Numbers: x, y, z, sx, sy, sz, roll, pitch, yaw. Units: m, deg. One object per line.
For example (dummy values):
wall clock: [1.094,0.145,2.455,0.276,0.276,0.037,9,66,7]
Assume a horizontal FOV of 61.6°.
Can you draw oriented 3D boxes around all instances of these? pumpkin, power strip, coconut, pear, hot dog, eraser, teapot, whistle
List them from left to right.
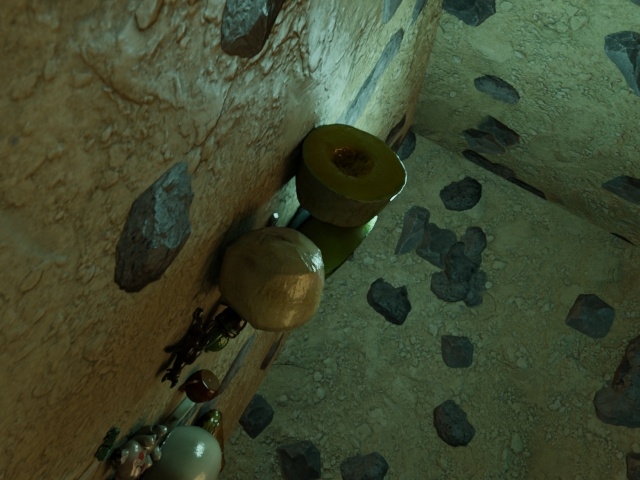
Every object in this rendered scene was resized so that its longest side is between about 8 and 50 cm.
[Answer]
power strip: [-0.499,0.629,1.888,0.367,0.043,0.106,-49,166,-54]
teapot: [-0.413,0.502,1.820,0.173,0.116,0.116,30,89,-55]
hot dog: [-0.479,0.871,2.336,0.196,0.122,0.273,-106,-166,-70]
eraser: [-0.163,-0.043,1.738,0.027,0.019,0.099,-11,131,-61]
coconut: [-0.131,0.090,1.483,0.297,0.297,0.255,-36,139,-70]
whistle: [-0.042,-0.094,2.024,0.269,0.093,0.180,-60,-169,-5]
pear: [-0.001,-0.004,1.814,0.399,0.165,0.399,-43,-174,6]
pumpkin: [0.081,-0.185,1.677,0.332,0.332,0.199,-53,170,-41]

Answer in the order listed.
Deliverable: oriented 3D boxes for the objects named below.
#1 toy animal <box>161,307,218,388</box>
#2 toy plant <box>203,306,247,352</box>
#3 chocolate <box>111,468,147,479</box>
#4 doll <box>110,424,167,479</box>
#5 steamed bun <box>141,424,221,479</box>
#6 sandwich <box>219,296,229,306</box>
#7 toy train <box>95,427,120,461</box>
toy animal: [-0.371,0.298,1.518,0.233,0.084,0.148,-57,-177,-34]
toy plant: [-0.307,0.279,1.659,0.162,0.093,0.093,-41,171,1]
chocolate: [-0.603,0.756,1.583,0.161,0.083,0.261,-64,179,28]
doll: [-0.520,0.602,1.524,0.192,0.095,0.149,-42,154,-59]
steamed bun: [-0.444,0.765,1.733,0.324,0.206,0.324,-62,179,-2]
sandwich: [-0.202,0.180,1.713,0.117,0.187,0.144,-64,177,17]
toy train: [-0.539,0.520,1.371,0.092,0.029,0.045,-61,179,-4]
